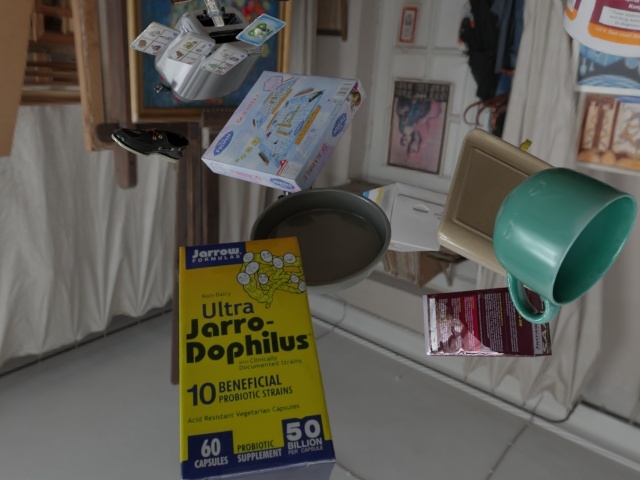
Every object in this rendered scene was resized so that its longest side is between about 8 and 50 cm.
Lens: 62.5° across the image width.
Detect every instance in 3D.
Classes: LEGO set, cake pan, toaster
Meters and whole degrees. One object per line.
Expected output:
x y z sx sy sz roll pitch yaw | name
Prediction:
-0.161 -0.353 0.822 0.182 0.060 0.244 1 166 -45 | LEGO set
0.000 0.000 1.099 0.293 0.054 0.293 -3 -136 3 | cake pan
-0.221 -0.370 1.045 0.227 0.129 0.146 -31 173 -47 | toaster

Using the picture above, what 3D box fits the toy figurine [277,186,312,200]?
-0.041 -0.041 1.438 0.209 0.213 0.148 28 178 -3 | toy figurine

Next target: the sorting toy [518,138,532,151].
0.534 -0.198 1.554 0.041 0.307 0.229 36 -120 12 | sorting toy

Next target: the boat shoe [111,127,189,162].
-0.245 -0.146 0.768 0.049 0.042 0.133 48 -162 17 | boat shoe

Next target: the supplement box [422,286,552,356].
0.320 0.163 1.041 0.073 0.130 0.239 8 167 -40 | supplement box

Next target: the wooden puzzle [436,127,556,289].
0.310 -0.048 0.866 0.221 0.044 0.239 26 -119 -4 | wooden puzzle

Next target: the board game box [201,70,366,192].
-0.094 -0.283 1.330 0.318 0.066 0.319 18 -112 34 | board game box

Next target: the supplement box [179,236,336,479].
-0.108 0.196 0.815 0.194 0.195 0.357 -5 -126 -9 | supplement box

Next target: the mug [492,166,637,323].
0.239 -0.001 0.560 0.129 0.158 0.097 32 -173 -48 | mug

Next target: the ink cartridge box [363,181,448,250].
0.236 -0.062 1.563 0.171 0.168 0.232 11 174 -17 | ink cartridge box

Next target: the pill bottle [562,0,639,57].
0.537 -0.510 0.804 0.224 0.392 0.224 -2 -134 2 | pill bottle
